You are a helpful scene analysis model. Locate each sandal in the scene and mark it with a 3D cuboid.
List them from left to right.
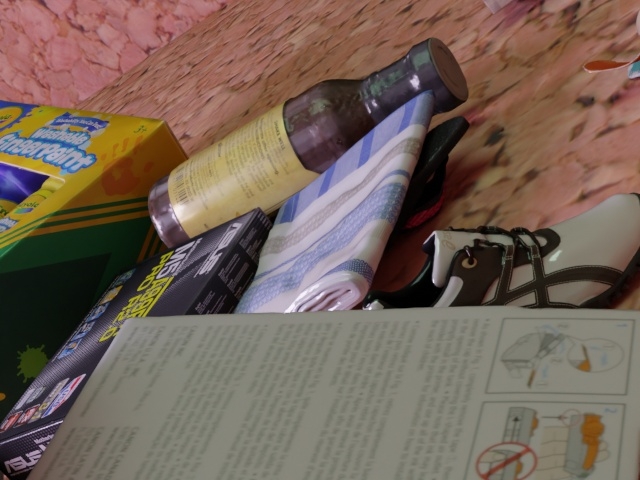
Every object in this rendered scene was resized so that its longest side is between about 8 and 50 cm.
[{"bbox_3d":[0.074,-0.028,1.065,0.179,0.040,0.067,-56,16,-7],"label":"sandal"}]

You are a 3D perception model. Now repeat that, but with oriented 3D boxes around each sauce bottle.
[{"bbox_3d":[-0.015,-0.088,1.242,0.344,0.111,0.111,-28,21,28],"label":"sauce bottle"}]

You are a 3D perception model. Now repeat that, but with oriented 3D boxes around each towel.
[{"bbox_3d":[0.000,0.000,1.058,0.209,0.034,0.285,-39,17,37],"label":"towel"}]

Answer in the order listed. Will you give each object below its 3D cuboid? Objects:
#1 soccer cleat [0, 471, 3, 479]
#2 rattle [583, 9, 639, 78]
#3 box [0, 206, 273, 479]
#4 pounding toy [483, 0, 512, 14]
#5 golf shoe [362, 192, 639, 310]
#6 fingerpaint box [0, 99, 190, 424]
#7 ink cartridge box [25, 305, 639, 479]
[{"bbox_3d":[-0.437,0.254,1.086,0.331,0.116,0.143,-19,21,-23],"label":"soccer cleat"},{"bbox_3d":[0.311,-0.158,0.935,0.200,0.143,0.130,-48,-18,20],"label":"rattle"},{"bbox_3d":[-0.167,0.099,1.165,0.216,0.060,0.270,-23,24,39],"label":"box"},{"bbox_3d":[0.212,-0.322,1.416,0.181,0.094,0.206,-36,9,22],"label":"pounding toy"},{"bbox_3d":[0.117,0.019,0.779,0.198,0.094,0.077,-37,17,0],"label":"golf shoe"},{"bbox_3d":[-0.387,0.009,1.460,0.371,0.163,0.444,-43,31,-23],"label":"fingerpaint box"},{"bbox_3d":[0.024,0.156,0.621,0.384,0.091,0.308,-2,33,19],"label":"ink cartridge box"}]
